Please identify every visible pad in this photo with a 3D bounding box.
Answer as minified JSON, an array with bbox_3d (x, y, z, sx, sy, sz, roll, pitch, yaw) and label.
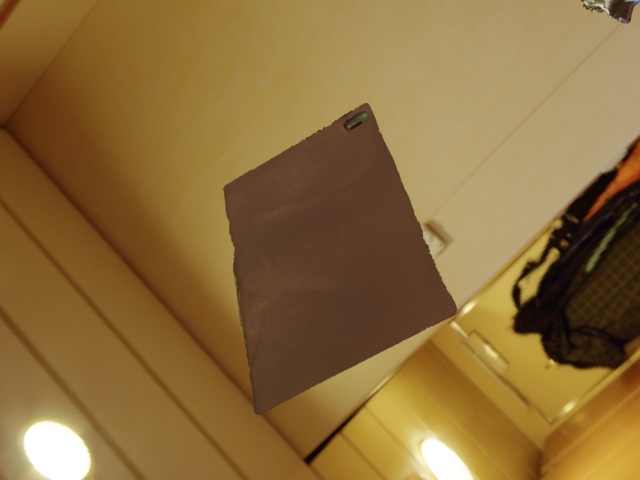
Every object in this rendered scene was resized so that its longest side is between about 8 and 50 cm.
[{"bbox_3d":[0.000,0.000,0.435,0.006,0.113,0.187,52,-165,-40],"label":"pad"}]

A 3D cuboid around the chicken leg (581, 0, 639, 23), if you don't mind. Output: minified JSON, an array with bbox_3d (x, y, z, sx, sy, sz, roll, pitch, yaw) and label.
[{"bbox_3d":[0.220,-0.249,0.438,0.106,0.253,0.051,21,-160,16],"label":"chicken leg"}]
